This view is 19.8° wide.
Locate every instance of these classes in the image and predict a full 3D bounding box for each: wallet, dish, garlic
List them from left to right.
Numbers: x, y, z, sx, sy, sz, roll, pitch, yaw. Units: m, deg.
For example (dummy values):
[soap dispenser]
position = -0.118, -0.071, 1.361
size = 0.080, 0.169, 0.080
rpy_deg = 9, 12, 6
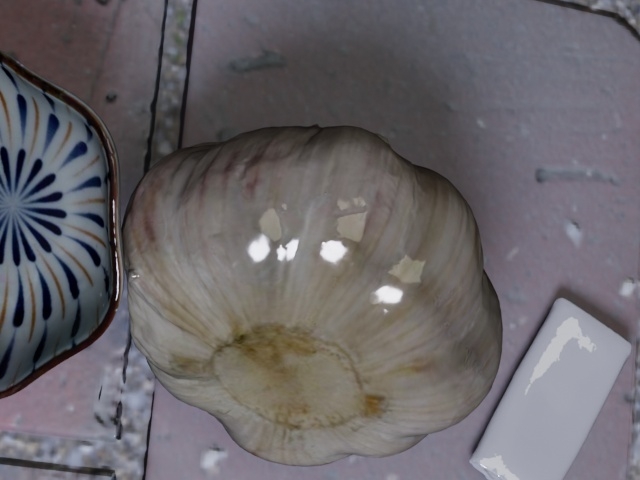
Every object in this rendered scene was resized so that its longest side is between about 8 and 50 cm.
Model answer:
[dish]
position = -0.171, -0.014, 0.977
size = 0.190, 0.191, 0.066
rpy_deg = 67, 23, 0
[garlic]
position = 0.000, 0.000, 1.026
size = 0.219, 0.218, 0.212
rpy_deg = 32, 42, -14
[wallet]
position = 0.142, 0.101, 1.133
size = 0.061, 0.025, 0.122
rpy_deg = 36, 71, -15
